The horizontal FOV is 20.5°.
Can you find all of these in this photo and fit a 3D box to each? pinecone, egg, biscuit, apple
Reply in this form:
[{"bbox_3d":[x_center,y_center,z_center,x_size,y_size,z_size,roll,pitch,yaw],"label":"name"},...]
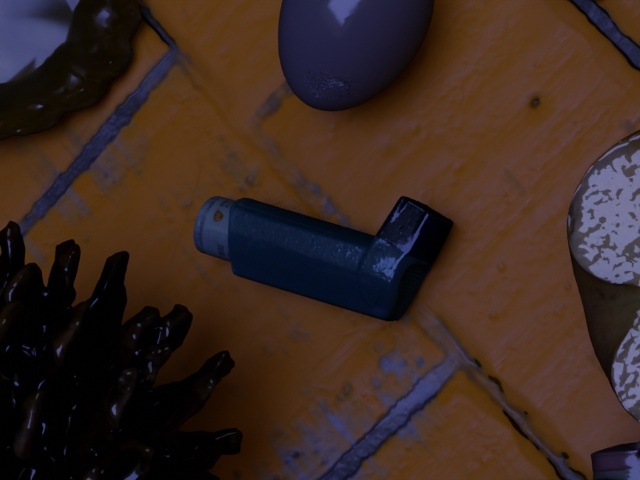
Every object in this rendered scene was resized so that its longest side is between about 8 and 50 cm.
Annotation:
[{"bbox_3d":[-0.255,0.183,1.706,0.398,0.398,0.397,-3,82,22],"label":"pinecone"},{"bbox_3d":[0.033,-0.223,1.753,0.146,0.146,0.198,35,103,22],"label":"egg"},{"bbox_3d":[-0.369,-0.272,1.909,0.329,0.078,0.335,-23,91,2],"label":"biscuit"},{"bbox_3d":[0.356,0.031,1.578,0.251,0.163,0.293,-17,90,10],"label":"apple"}]

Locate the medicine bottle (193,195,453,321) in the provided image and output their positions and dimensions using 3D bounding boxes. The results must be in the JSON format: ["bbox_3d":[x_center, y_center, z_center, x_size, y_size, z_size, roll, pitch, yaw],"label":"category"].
[{"bbox_3d":[0.000,0.000,1.774,0.258,0.079,0.124,14,92,24],"label":"medicine bottle"}]

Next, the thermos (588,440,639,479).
[{"bbox_3d":[0.285,0.312,1.567,0.146,0.176,0.265,-11,78,41],"label":"thermos"}]
